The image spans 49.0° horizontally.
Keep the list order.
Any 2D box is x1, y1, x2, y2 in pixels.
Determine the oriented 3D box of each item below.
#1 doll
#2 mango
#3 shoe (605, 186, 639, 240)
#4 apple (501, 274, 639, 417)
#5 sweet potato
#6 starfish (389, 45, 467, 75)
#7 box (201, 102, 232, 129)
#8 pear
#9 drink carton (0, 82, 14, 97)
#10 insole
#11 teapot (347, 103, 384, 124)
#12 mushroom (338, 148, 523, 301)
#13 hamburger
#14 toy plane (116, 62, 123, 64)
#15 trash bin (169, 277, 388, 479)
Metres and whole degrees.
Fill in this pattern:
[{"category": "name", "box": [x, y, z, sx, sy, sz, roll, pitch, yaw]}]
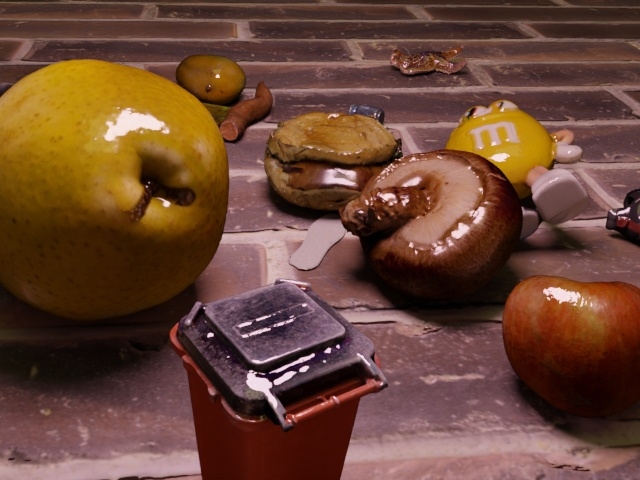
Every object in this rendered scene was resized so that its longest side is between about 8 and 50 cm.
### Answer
[{"category": "doll", "box": [0.326, -0.128, 1.322, 0.348, 0.161, 0.423, -30, 33, -17]}, {"category": "mango", "box": [-0.288, -0.421, 1.788, 0.156, 0.114, 0.251, -23, 40, -25]}, {"category": "shoe", "box": [0.605, -0.062, 1.284, 0.112, 0.099, 0.227, 15, 33, 33]}, {"category": "apple", "box": [0.325, 0.125, 0.872, 0.195, 0.173, 0.160, 4, 29, 11]}, {"category": "sweet potato", "box": [-0.165, -0.309, 1.663, 0.067, 0.059, 0.281, 11, 32, 16]}, {"category": "starfish", "box": [0.324, -0.530, 2.068, 0.238, 0.071, 0.216, -28, 47, -26]}, {"category": "box", "box": [-0.286, -0.270, 1.621, 0.121, 0.030, 0.193, 12, 32, 15]}, {"category": "pear", "box": [-0.309, -0.070, 0.986, 0.362, 0.362, 0.418, -25, 14, -38]}, {"category": "drink carton", "box": [-0.551, -0.165, 1.287, 0.191, 0.185, 0.190, 12, 35, 12]}, {"category": "insole", "box": [0.000, 0.000, 1.217, 0.065, 0.004, 0.197, 12, 32, 15]}, {"category": "teapot", "box": [0.107, -0.290, 1.676, 0.083, 0.064, 0.049, 15, 2, 24]}, {"category": "mushroom", "box": [0.171, -0.026, 1.102, 0.278, 0.163, 0.297, -11, 37, -2]}, {"category": "hamburger", "box": [0.028, -0.153, 1.355, 0.265, 0.134, 0.285, 0, 25, 10]}, {"category": "toy plane", "box": [-0.571, -0.374, 1.737, 0.126, 0.077, 0.194, 5, 39, 12]}, {"category": "trash bin", "box": [-0.041, 0.182, 0.690, 0.161, 0.239, 0.184, -16, 33, -32]}]
